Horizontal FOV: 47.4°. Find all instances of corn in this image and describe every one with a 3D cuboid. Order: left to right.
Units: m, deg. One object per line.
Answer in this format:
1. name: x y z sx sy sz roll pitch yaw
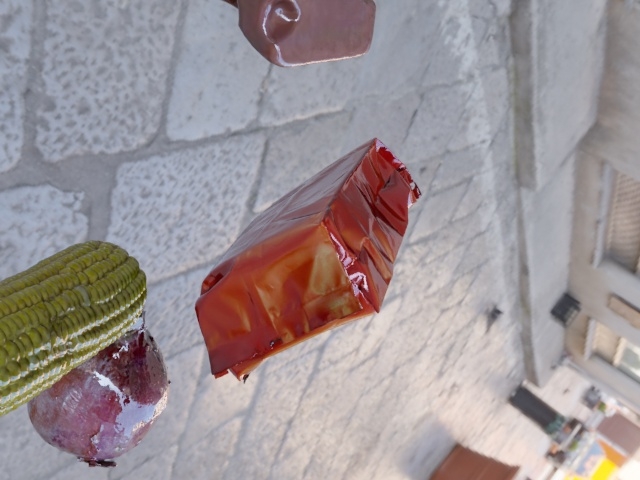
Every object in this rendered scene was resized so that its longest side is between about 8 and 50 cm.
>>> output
1. corn: -0.187 0.058 0.486 0.080 0.080 0.231 -63 178 17

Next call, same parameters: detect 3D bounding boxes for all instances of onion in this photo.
1. onion: -0.234 0.141 0.798 0.159 0.159 0.195 -18 143 -50

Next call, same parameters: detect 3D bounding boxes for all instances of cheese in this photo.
1. cheese: -0.055 -0.246 0.538 0.128 0.177 0.202 -25 127 -46

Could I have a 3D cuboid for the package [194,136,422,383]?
1. package: 0.000 0.001 0.869 0.196 0.123 0.423 -28 -168 24
